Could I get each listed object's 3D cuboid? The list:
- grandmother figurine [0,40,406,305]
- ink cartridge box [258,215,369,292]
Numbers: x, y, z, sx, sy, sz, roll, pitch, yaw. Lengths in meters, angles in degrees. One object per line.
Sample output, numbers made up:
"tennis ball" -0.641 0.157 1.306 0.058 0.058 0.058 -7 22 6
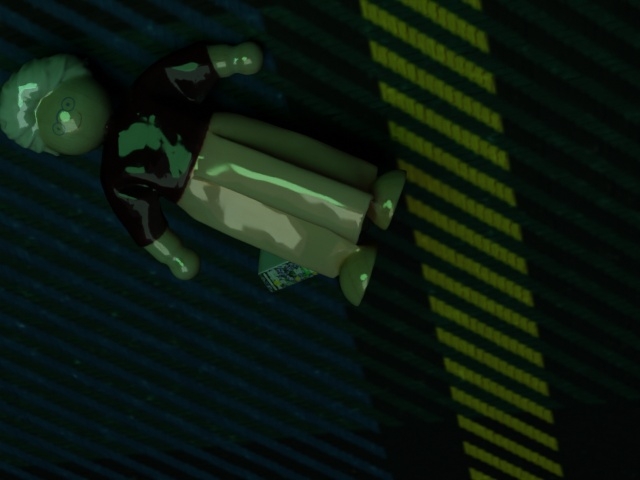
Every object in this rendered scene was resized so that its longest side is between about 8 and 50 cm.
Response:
"grandmother figurine" -0.104 -0.073 1.201 0.342 0.104 0.208 19 85 -2
"ink cartridge box" 0.000 0.000 1.299 0.115 0.063 0.029 -22 125 20
